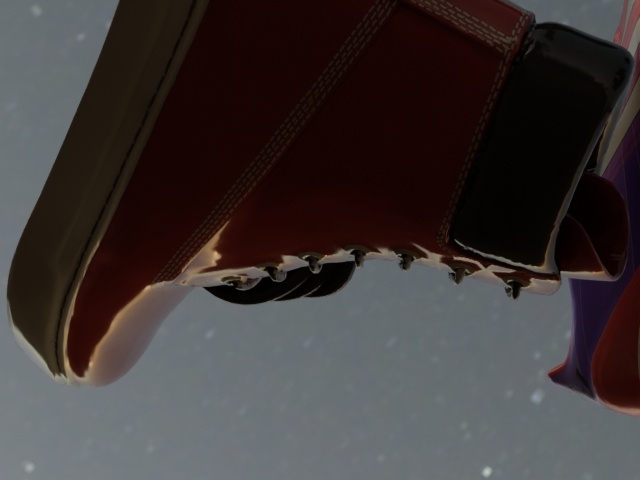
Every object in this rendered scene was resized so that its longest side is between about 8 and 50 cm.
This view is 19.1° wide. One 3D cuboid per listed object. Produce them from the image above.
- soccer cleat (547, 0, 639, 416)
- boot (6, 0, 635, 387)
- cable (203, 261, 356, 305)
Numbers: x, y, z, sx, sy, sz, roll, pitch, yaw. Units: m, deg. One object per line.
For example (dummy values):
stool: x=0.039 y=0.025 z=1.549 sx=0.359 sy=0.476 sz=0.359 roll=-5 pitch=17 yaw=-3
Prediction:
soccer cleat: x=0.192 y=-0.052 z=1.152 sx=0.116 sy=0.108 sz=0.318 roll=2 pitch=-87 yaw=41
boot: x=0.000 y=0.000 z=0.634 sx=0.176 sy=0.088 sz=0.244 roll=30 pitch=-44 yaw=0
cable: x=-0.015 y=-0.062 z=0.890 sx=0.150 sy=0.184 sz=0.047 roll=40 pitch=3 yaw=4
